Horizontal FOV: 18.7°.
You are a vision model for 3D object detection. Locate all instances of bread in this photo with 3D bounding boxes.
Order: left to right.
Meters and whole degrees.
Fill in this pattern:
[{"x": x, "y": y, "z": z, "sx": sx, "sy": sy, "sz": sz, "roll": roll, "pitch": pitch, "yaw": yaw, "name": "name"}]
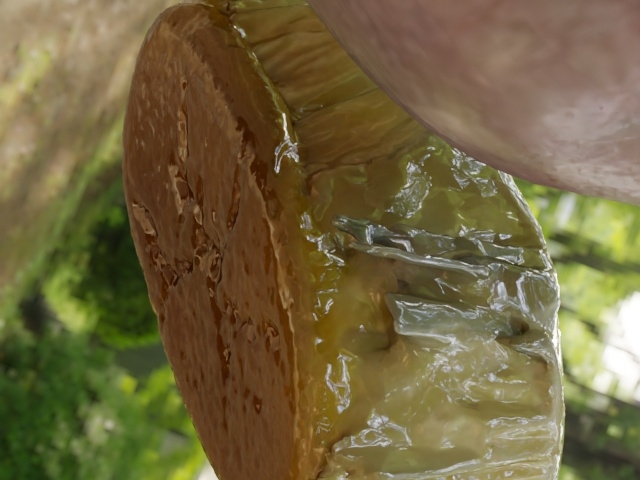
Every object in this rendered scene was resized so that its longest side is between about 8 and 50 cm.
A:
[{"x": 0.001, "y": 0.011, "z": 1.049, "sx": 0.388, "sy": 0.183, "sz": 0.236, "roll": -113, "pitch": -165, "yaw": -52, "name": "bread"}]

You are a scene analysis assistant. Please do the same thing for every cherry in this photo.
[{"x": 0.085, "y": -0.133, "z": 0.650, "sx": 0.206, "sy": 0.239, "sz": 0.239, "roll": 45, "pitch": 61, "yaw": -47, "name": "cherry"}]
